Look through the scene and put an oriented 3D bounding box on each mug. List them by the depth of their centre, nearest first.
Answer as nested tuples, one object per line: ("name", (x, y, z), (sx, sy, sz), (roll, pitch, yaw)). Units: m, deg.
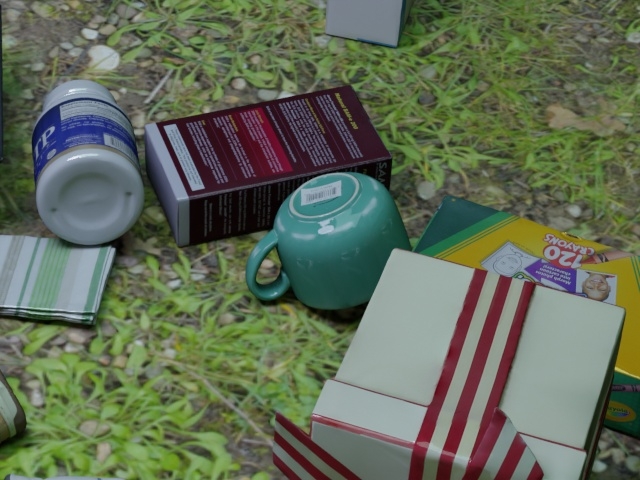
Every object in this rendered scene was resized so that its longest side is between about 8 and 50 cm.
("mug", (0.009, 0.000, 1.886), (0.129, 0.097, 0.158), (18, 49, 43))

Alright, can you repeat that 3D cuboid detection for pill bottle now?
("pill bottle", (-0.247, -0.089, 1.972), (0.112, 0.112, 0.187), (-4, 33, -9))

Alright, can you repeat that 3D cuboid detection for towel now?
("towel", (-0.292, 0.039, 1.909), (0.152, 0.023, 0.113), (5, 41, 4))

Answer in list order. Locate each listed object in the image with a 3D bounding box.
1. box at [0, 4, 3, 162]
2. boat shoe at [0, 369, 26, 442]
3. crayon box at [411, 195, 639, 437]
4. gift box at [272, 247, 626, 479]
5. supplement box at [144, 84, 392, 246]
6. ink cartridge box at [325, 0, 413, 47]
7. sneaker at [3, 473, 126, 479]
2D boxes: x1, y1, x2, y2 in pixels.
("box", (-0.438, -0.160, 1.974), (0.165, 0.143, 0.270), (28, 33, -30))
("boat shoe", (-0.351, 0.111, 1.760), (0.072, 0.068, 0.190), (-29, 72, -20))
("crayon box", (0.220, 0.071, 1.861), (0.278, 0.081, 0.165), (19, 45, 15))
("gift box", (0.111, 0.173, 1.615), (0.255, 0.276, 0.258), (11, 45, 15))
("supplement box", (-0.057, -0.082, 2.012), (0.239, 0.073, 0.130), (-12, 46, -15))
("ink cartridge box", (0.068, -0.315, 2.257), (0.092, 0.090, 0.143), (12, 43, 9))
("sneaker", (-0.178, 0.299, 1.578), (0.129, 0.111, 0.297), (-9, 45, -22))
